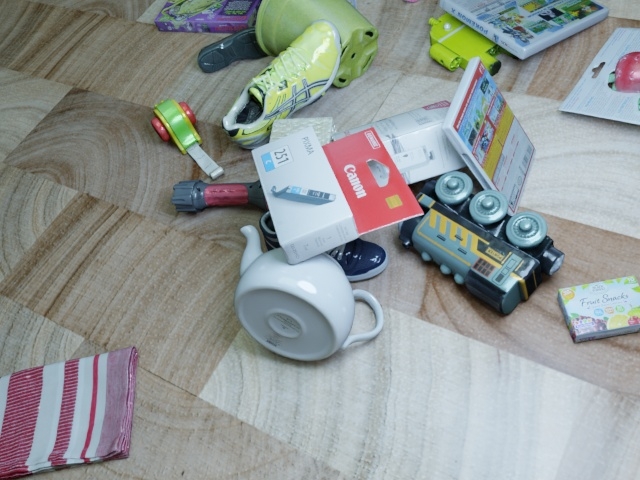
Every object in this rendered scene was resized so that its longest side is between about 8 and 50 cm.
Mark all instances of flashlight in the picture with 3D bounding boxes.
[{"bbox_3d":[-0.207,-0.107,1.458,0.303,0.103,0.103,-1,59,13],"label":"flashlight"}]

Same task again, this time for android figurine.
[{"bbox_3d":[0.406,-0.546,1.630,0.248,0.056,0.273,-33,56,-9],"label":"android figurine"}]

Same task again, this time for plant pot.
[{"bbox_3d":[0.011,-0.556,1.635,0.276,0.276,0.254,-42,67,-15],"label":"plant pot"}]

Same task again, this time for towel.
[{"bbox_3d":[-0.545,0.357,1.265,0.328,0.037,0.237,-13,53,6],"label":"towel"}]

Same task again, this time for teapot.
[{"bbox_3d":[-0.031,0.101,1.198,0.252,0.256,0.187,-3,38,29],"label":"teapot"}]

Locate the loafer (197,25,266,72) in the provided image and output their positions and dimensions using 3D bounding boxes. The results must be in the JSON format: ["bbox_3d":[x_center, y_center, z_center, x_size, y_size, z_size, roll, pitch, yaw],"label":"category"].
[{"bbox_3d":[-0.242,-0.586,1.808,0.267,0.096,0.084,-18,47,5],"label":"loafer"}]

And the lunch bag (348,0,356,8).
[{"bbox_3d":[0.060,-0.700,1.829,0.071,0.053,0.083,17,52,22],"label":"lunch bag"}]

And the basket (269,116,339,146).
[{"bbox_3d":[-0.039,-0.229,1.490,0.167,0.103,0.114,0,62,15],"label":"basket"}]

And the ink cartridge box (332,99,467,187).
[{"bbox_3d":[0.182,-0.208,1.365,0.282,0.117,0.207,-17,21,4],"label":"ink cartridge box"}]

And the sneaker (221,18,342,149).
[{"bbox_3d":[-0.091,-0.378,1.502,0.145,0.147,0.385,43,104,10],"label":"sneaker"}]

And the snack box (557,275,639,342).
[{"bbox_3d":[0.531,0.128,1.137,0.141,0.037,0.100,-12,53,7],"label":"snack box"}]

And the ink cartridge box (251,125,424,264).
[{"bbox_3d":[0.021,-0.117,1.165,0.260,0.066,0.296,-22,45,0],"label":"ink cartridge box"}]

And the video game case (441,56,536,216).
[{"bbox_3d":[0.362,-0.211,1.278,0.025,0.285,0.204,-5,50,46],"label":"video game case"}]

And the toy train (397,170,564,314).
[{"bbox_3d":[0.313,-0.002,1.232,0.333,0.142,0.190,36,80,32],"label":"toy train"}]

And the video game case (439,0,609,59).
[{"bbox_3d":[0.532,-0.611,1.598,0.328,0.036,0.300,-29,57,-23],"label":"video game case"}]

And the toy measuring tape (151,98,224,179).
[{"bbox_3d":[-0.364,-0.288,1.617,0.121,0.121,0.330,-36,55,-11],"label":"toy measuring tape"}]

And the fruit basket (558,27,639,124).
[{"bbox_3d":[0.776,-0.357,1.365,0.352,0.165,0.327,19,61,43],"label":"fruit basket"}]

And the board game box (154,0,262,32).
[{"bbox_3d":[-0.349,-0.763,1.986,0.346,0.056,0.208,9,55,21],"label":"board game box"}]

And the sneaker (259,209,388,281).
[{"bbox_3d":[0.000,0.000,1.293,0.282,0.153,0.099,7,56,20],"label":"sneaker"}]
